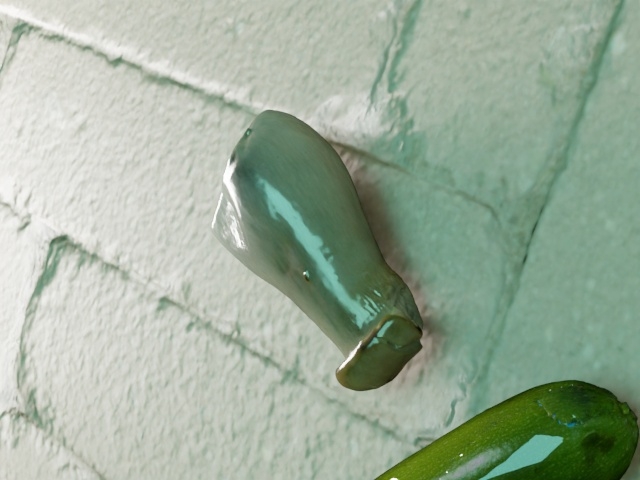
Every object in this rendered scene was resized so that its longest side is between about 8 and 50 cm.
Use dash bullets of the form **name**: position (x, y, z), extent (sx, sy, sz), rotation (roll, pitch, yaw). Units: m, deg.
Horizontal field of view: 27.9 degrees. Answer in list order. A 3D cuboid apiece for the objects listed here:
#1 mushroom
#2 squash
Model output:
- **mushroom**: position (0.000, 0.000, 0.900), extent (0.225, 0.093, 0.116), rotation (43, 127, 29)
- **squash**: position (0.059, 0.183, 0.808), extent (0.331, 0.087, 0.087), rotation (-40, 57, 33)
